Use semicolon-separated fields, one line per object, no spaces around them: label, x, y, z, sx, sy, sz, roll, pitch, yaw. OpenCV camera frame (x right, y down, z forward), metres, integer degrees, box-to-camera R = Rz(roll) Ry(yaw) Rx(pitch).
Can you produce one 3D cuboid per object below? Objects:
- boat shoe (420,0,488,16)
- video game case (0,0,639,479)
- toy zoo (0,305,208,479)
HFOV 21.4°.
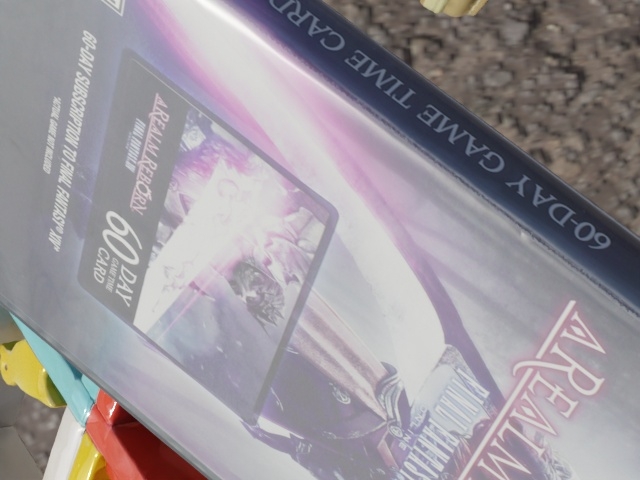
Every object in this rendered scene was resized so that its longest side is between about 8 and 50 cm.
boat shoe;0.171;-0.232;1.027;0.089;0.104;0.285;38;118;-10
video game case;0.007;0.028;0.468;0.274;0.026;0.196;39;145;13
toy zoo;-0.076;0.062;0.648;0.192;0.030;0.293;48;129;38
